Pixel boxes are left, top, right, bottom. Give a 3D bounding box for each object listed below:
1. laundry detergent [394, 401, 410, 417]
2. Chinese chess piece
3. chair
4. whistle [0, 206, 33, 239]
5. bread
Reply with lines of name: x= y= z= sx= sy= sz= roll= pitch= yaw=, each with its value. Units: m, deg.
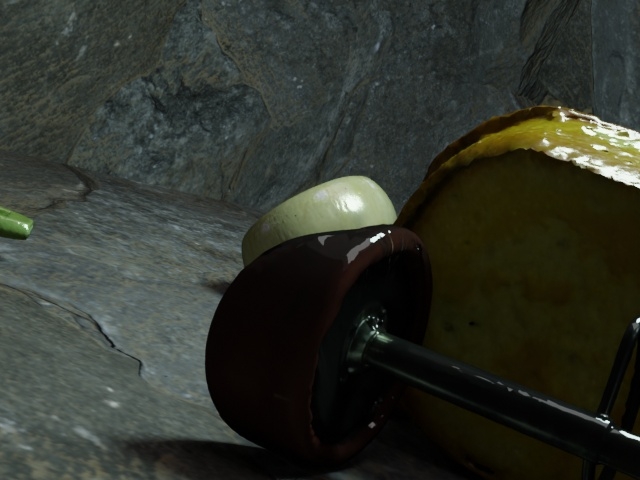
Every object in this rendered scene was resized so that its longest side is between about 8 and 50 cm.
laundry detergent: x=0.037 y=0.151 z=1.131 sx=0.165 sy=0.049 sz=0.097 roll=17 pitch=-2 yaw=12
Chinese chess piece: x=0.000 y=0.000 z=1.586 sx=0.104 sy=0.257 sz=0.257 roll=62 pitch=21 yaw=15
chair: x=0.127 y=0.120 z=0.782 sx=0.400 sy=0.227 sz=0.226 roll=19 pitch=5 yaw=29
whistle: x=-0.509 y=-0.057 z=1.268 sx=0.288 sy=0.106 sz=0.131 roll=16 pitch=12 yaw=-10
bread: x=0.231 y=0.063 z=0.981 sx=0.398 sy=0.398 sz=0.215 roll=19 pitch=14 yaw=21
